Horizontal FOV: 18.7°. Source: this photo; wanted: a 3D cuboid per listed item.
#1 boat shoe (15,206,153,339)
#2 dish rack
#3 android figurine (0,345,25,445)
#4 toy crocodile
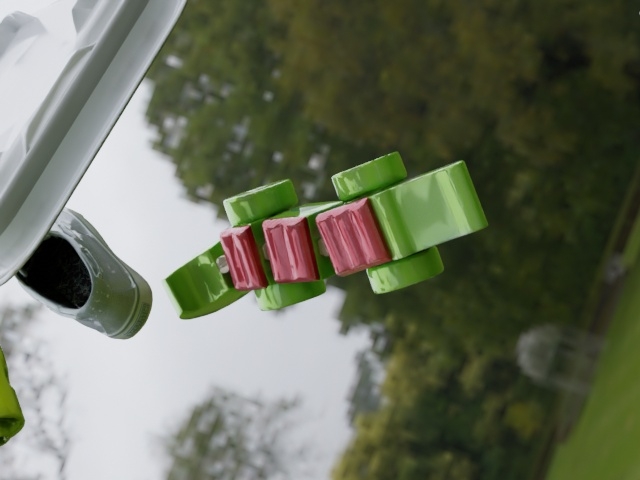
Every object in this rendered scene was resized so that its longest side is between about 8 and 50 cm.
[{"bbox_3d":[-0.237,0.015,1.735,0.081,0.227,0.079,27,-86,-45],"label":"boat shoe"},{"bbox_3d":[-0.242,-0.097,1.560,0.285,0.072,0.333,-59,21,-14],"label":"dish rack"},{"bbox_3d":[-0.322,0.109,1.239,0.056,0.248,0.272,88,159,-61],"label":"android figurine"},{"bbox_3d":[0.000,0.000,1.719,0.105,0.341,0.115,-24,-81,-50],"label":"toy crocodile"}]
